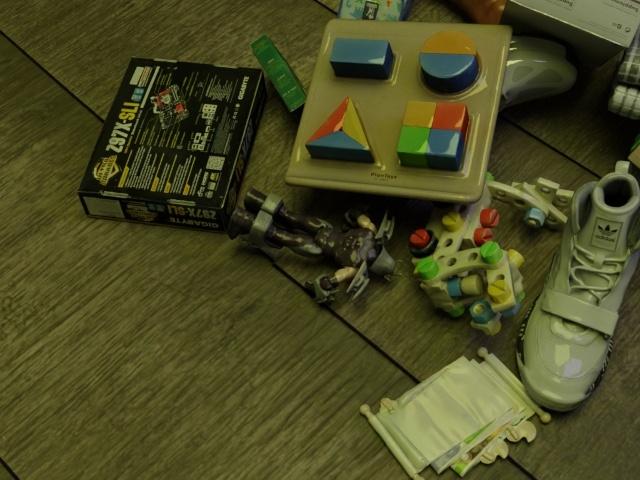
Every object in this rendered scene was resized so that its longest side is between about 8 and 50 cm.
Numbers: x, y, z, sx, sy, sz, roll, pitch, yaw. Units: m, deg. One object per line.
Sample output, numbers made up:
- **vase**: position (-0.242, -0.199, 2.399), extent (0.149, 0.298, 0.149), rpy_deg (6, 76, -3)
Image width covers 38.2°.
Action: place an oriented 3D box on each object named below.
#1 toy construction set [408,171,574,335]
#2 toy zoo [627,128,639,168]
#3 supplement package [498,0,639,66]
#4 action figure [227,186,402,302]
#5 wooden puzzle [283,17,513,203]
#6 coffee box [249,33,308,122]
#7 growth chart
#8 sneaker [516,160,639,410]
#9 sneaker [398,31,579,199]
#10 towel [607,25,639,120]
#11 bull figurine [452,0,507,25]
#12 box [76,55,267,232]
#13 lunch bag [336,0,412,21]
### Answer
- **toy construction set**: position (0.260, -0.005, 1.433), extent (0.215, 0.151, 0.328), rpy_deg (-1, 36, 40)
- **toy zoo**: position (0.578, -0.106, 1.454), extent (0.192, 0.030, 0.293), rpy_deg (42, 27, 7)
- **supplement package**: position (0.425, -0.407, 1.544), extent (0.204, 0.262, 0.145), rpy_deg (23, 96, 5)
- **action figure**: position (0.000, 0.000, 1.489), extent (0.285, 0.099, 0.185), rpy_deg (21, 53, 12)
- **wooden puzzle**: position (0.123, -0.230, 1.483), extent (0.322, 0.080, 0.348), rpy_deg (7, 65, 19)
- **coffee box**: position (-0.056, -0.276, 1.661), extent (0.040, 0.113, 0.184), rpy_deg (-35, 60, 8)
- **growth chart**: position (0.199, 0.257, 1.344), extent (0.237, 0.021, 0.172), rpy_deg (-26, 59, -13)
- **sneaker**: position (0.388, 0.056, 1.351), extent (0.137, 0.210, 0.366), rpy_deg (18, 60, 16)
- **sneaker**: position (0.229, -0.192, 1.580), extent (0.447, 0.169, 0.258), rpy_deg (-8, 63, 9)
- **towel**: position (0.612, -0.269, 1.540), extent (0.235, 0.121, 0.284), rpy_deg (16, 27, 14)
- **bull figurine**: position (0.312, -0.501, 1.763), extent (0.188, 0.101, 0.310), rpy_deg (-42, 73, 20)
- **box**: position (-0.252, -0.177, 1.630), extent (0.257, 0.079, 0.322), rpy_deg (6, 57, 9)
- **lunch bag**: position (0.108, -0.461, 1.791), extent (0.128, 0.096, 0.151), rpy_deg (15, 73, 11)
